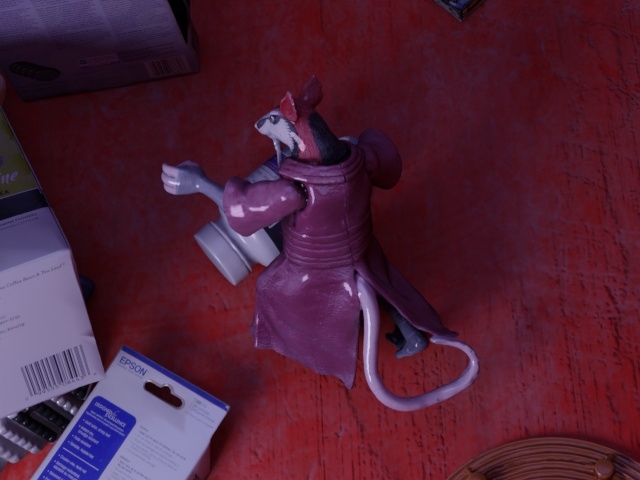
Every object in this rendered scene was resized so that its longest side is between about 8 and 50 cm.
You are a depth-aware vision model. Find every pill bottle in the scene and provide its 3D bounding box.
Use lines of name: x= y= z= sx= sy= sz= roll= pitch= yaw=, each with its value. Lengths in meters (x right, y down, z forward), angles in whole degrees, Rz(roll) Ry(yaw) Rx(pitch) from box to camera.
pill bottle: x=-0.054 y=-0.036 z=1.637 sx=0.193 sy=0.108 sz=0.108 roll=-39 pitch=65 yaw=-8

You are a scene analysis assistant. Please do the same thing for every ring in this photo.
ring: x=0.249 y=0.370 z=1.433 sx=0.336 sy=0.032 sz=0.336 roll=-4 pitch=64 yaw=9

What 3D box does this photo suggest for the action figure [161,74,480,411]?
action figure: x=0.000 y=0.000 z=1.462 sx=0.248 sy=0.370 sz=0.276 roll=-25 pitch=42 yaw=-17

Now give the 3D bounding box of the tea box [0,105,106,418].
tea box: x=-0.458 y=0.043 z=1.512 sx=0.329 sy=0.220 sz=0.323 roll=-20 pitch=47 yaw=-14

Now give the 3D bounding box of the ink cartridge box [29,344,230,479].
ink cartridge box: x=-0.248 y=0.299 z=1.542 sx=0.165 sy=0.065 sz=0.333 roll=28 pitch=74 yaw=21

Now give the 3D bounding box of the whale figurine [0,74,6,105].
whale figurine: x=-0.504 y=-0.186 z=1.722 sx=0.272 sy=0.141 sz=0.216 roll=21 pitch=94 yaw=49

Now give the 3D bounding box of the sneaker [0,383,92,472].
sneaker: x=-0.399 y=0.221 z=1.589 sx=0.292 sy=0.110 sz=0.118 roll=-41 pitch=56 yaw=-10

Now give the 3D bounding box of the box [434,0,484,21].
box: x=0.201 y=-0.364 z=1.788 sx=0.137 sy=0.027 sz=0.094 roll=-43 pitch=64 yaw=-10

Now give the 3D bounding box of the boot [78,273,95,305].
boot: x=-0.377 y=0.069 z=1.680 sx=0.190 sy=0.069 sz=0.086 roll=14 pitch=57 yaw=11

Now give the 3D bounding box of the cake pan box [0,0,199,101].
cake pan box: x=-0.299 y=-0.285 z=1.724 sx=0.267 sy=0.246 sz=0.070 roll=-9 pitch=64 yaw=7
